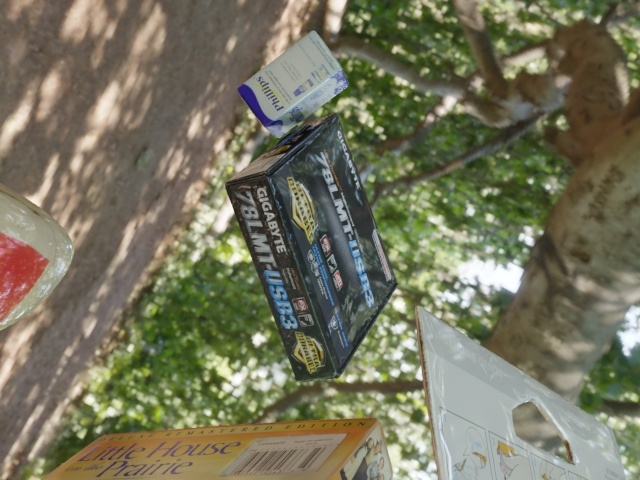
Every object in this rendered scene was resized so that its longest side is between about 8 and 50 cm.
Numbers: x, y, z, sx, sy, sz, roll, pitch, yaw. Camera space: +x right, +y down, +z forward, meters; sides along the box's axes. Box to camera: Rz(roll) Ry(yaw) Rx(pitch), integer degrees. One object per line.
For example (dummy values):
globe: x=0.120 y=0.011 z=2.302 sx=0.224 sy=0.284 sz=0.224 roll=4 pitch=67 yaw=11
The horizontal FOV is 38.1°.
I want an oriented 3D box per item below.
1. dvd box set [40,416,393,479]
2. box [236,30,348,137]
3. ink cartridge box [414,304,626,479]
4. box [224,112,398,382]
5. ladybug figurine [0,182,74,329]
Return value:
dvd box set: x=-0.162 y=0.248 z=0.649 sx=0.420 sy=0.307 sz=0.062 roll=-34 pitch=112 yaw=-61
box: x=-0.037 y=-0.219 z=1.323 sx=0.137 sy=0.072 sz=0.126 roll=-36 pitch=175 yaw=5
ink cartridge box: x=0.130 y=0.210 z=0.557 sx=0.066 sy=0.296 sz=0.261 roll=-28 pitch=-128 yaw=27
box: x=0.000 y=0.000 z=1.303 sx=0.293 sy=0.073 sz=0.296 roll=-46 pitch=120 yaw=-59
ladybug figurine: x=-0.481 y=-0.006 z=1.029 sx=0.449 sy=0.305 sz=0.162 roll=31 pitch=64 yaw=-49
